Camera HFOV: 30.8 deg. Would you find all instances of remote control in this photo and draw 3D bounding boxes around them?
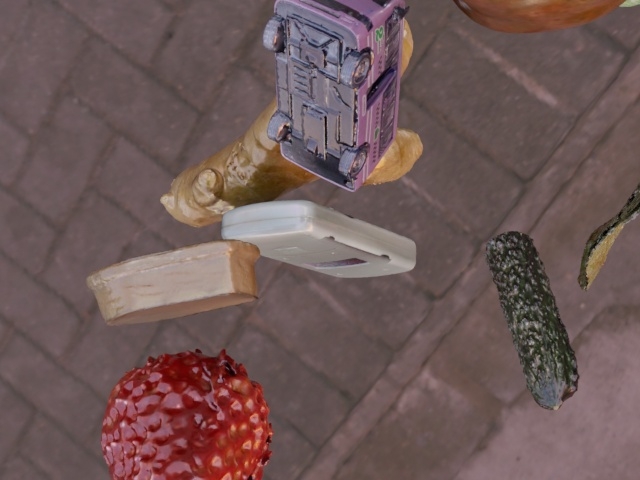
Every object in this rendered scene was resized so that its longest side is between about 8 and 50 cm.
[{"bbox_3d":[0.000,0.000,1.484,0.140,0.296,0.056,-9,75,31],"label":"remote control"}]

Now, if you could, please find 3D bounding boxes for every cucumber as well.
[{"bbox_3d":[0.347,0.133,1.878,0.096,0.359,0.096,-6,133,-6],"label":"cucumber"}]

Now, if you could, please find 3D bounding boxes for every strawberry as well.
[{"bbox_3d":[-0.143,0.245,1.260,0.205,0.244,0.205,-2,118,-3],"label":"strawberry"}]

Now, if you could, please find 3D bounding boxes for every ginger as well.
[{"bbox_3d":[-0.040,-0.116,1.416,0.348,0.363,0.122,-23,78,-2],"label":"ginger"}]

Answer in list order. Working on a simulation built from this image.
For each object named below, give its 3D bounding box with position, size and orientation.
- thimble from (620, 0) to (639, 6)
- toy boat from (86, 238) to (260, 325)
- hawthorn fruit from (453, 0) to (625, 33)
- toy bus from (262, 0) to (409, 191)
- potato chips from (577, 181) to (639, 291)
[{"bbox_3d":[0.408,-0.427,1.529,0.219,0.150,0.219,0,79,1],"label":"thimble"},{"bbox_3d":[-0.162,0.049,1.255,0.188,0.116,0.061,-12,81,13],"label":"toy boat"},{"bbox_3d":[0.176,-0.255,0.777,0.248,0.208,0.208,-19,99,22],"label":"hawthorn fruit"},{"bbox_3d":[0.019,-0.144,1.019,0.096,0.108,0.199,28,147,21],"label":"toy bus"},{"bbox_3d":[0.254,-0.036,0.934,0.026,0.209,0.142,36,75,11],"label":"potato chips"}]
